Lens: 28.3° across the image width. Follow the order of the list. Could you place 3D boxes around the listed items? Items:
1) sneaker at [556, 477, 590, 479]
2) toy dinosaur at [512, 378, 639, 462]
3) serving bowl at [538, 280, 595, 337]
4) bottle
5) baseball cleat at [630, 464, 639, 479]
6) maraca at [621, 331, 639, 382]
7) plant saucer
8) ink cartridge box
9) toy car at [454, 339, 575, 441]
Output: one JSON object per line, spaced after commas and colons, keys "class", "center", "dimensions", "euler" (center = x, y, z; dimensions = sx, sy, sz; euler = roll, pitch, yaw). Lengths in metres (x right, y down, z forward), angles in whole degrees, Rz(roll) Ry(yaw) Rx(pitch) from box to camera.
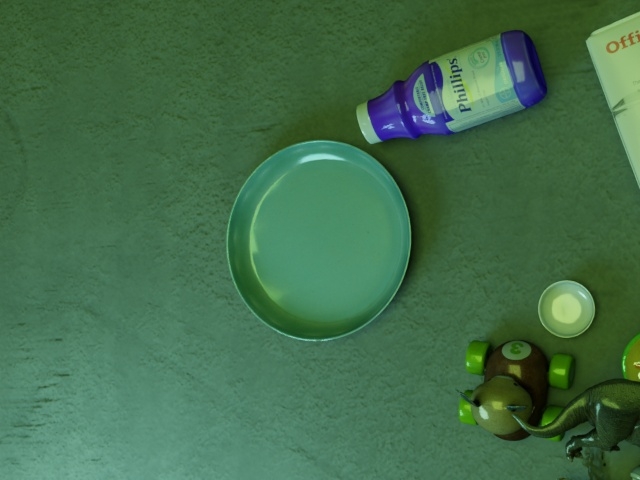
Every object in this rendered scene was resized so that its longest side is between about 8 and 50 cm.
{"class": "sneaker", "center": [0.335, 0.490, 1.788], "dimensions": [0.127, 0.126, 0.321], "euler": [20, 84, 19]}
{"class": "toy dinosaur", "center": [0.422, 0.240, 1.701], "dimensions": [0.313, 0.121, 0.160], "euler": [19, 126, 8]}
{"class": "serving bowl", "center": [0.362, 0.100, 1.855], "dimensions": [0.083, 0.027, 0.083], "euler": [-1, 86, 23]}
{"class": "bottle", "center": [0.194, -0.221, 1.915], "dimensions": [0.283, 0.092, 0.118], "euler": [-17, 81, 21]}
{"class": "baseball cleat", "center": [0.538, 0.339, 1.750], "dimensions": [0.206, 0.072, 0.109], "euler": [25, 80, 21]}
{"class": "maraca", "center": [0.503, 0.193, 1.754], "dimensions": [0.186, 0.099, 0.127], "euler": [40, 115, -4]}
{"class": "plant saucer", "center": [0.000, 0.000, 2.011], "dimensions": [0.318, 0.044, 0.317], "euler": [-2, 86, 23]}
{"class": "ink cartridge box", "center": [0.519, -0.186, 1.759], "dimensions": [0.207, 0.117, 0.283], "euler": [-21, 79, 21]}
{"class": "toy car", "center": [0.261, 0.216, 1.802], "dimensions": [0.155, 0.188, 0.149], "euler": [8, 89, 23]}
